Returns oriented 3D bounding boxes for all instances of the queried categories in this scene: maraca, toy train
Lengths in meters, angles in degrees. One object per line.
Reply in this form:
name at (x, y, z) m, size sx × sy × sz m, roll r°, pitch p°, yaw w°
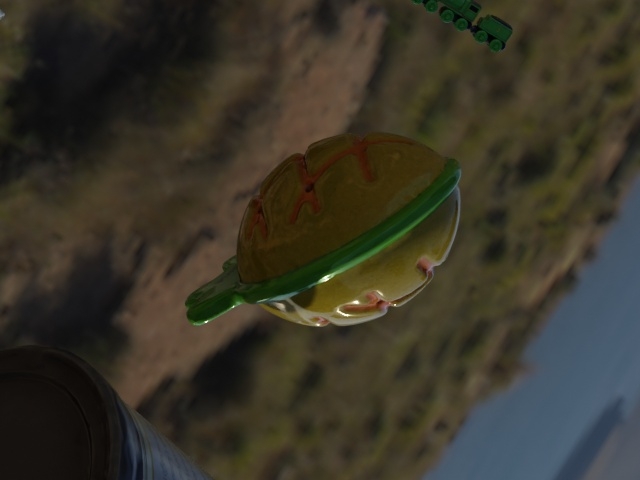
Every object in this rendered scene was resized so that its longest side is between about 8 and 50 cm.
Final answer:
maraca at (0.000, 0.000, 1.082) m, size 0.185 × 0.099 × 0.127 m, roll -22°, pitch -168°, yaw 40°
toy train at (0.099, -0.161, 1.387) m, size 0.024 × 0.083 × 0.017 m, roll -56°, pitch -165°, yaw 14°

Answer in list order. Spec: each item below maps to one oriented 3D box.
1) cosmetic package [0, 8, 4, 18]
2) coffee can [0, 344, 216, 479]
cosmetic package at (-0.329, -0.230, 1.726) m, size 0.041 × 0.115 × 0.060 m, roll -41°, pitch 142°, yaw 2°
coffee can at (-0.101, 0.210, 1.006) m, size 0.201 × 0.201 × 0.275 m, roll -55°, pitch 130°, yaw -14°
